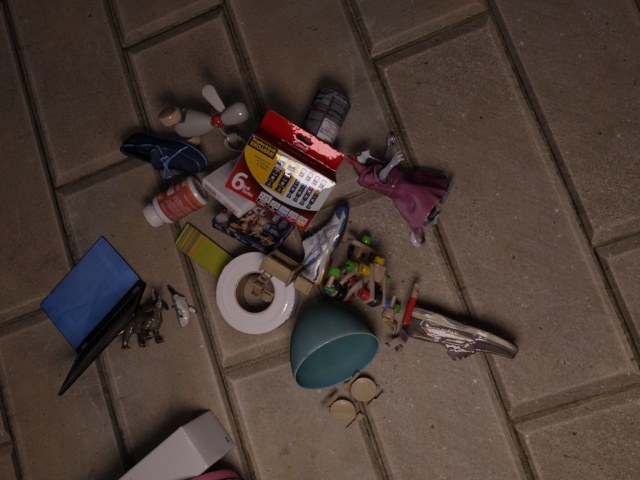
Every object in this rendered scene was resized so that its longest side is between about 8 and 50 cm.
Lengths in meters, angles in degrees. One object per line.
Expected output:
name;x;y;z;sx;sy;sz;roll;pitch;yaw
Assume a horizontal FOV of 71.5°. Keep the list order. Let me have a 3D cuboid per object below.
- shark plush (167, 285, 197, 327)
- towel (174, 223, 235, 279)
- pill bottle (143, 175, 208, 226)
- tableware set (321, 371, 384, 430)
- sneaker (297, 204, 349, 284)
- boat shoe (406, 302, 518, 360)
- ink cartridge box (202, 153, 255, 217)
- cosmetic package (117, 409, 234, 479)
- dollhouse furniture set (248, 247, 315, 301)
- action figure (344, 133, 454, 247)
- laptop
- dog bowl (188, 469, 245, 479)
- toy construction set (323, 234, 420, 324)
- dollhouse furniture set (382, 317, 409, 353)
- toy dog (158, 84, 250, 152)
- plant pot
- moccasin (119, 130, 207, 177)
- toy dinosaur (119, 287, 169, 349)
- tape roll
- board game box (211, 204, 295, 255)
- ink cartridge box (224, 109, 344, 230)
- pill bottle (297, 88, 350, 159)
shark plush;-0.532;0.240;1.638;0.161;0.073;0.067;51;124;5
towel;-0.429;0.043;1.654;0.237;0.021;0.102;36;97;9
pill bottle;-0.532;-0.138;1.631;0.216;0.121;0.121;-28;82;5
tableware set;0.111;0.539;1.515;0.128;0.039;0.194;41;99;-6
sneaker;0.000;0.000;1.540;0.131;0.112;0.296;24;89;11
boat shoe;0.448;0.316;1.447;0.355;0.132;0.130;19;98;19
ink cartridge box;-0.281;-0.207;1.603;0.181;0.056;0.225;40;53;9
cosmetic package;-0.539;0.801;1.501;0.453;0.230;0.161;-41;77;3
dollhouse furniture set;-0.118;0.146;1.474;0.182;0.101;0.161;31;113;9
action figure;0.244;-0.191;1.505;0.370;0.248;0.275;24;116;9
laptop;-0.851;0.249;1.597;0.236;0.408;0.382;41;94;-22
dog bowl;-0.390;0.893;1.405;0.408;0.408;0.150;-41;53;4
toy construction set;0.180;0.110;1.460;0.309;0.257;0.237;24;76;-2
dollhouse furniture set;0.222;0.321;1.499;0.081;0.091;0.114;-18;50;-27
toy dog;-0.408;-0.454;1.621;0.334;0.220;0.161;4;54;2
plant pot;0.019;0.320;1.453;0.290;0.290;0.195;-35;49;5
moccasin;-0.582;-0.299;1.642;0.342;0.137;0.117;15;45;20
toy dinosaur;-0.662;0.307;1.637;0.313;0.121;0.160;-24;63;20
tape roll;-0.216;0.183;1.567;0.286;0.100;0.286;-1;85;9
board game box;-0.234;-0.058;1.569;0.243;0.042;0.165;26;52;11
ink cartridge box;-0.112;-0.231;1.473;0.309;0.130;0.272;28;112;-12
pill bottle;0.000;-0.393;1.561;0.130;0.130;0.245;25;90;10
